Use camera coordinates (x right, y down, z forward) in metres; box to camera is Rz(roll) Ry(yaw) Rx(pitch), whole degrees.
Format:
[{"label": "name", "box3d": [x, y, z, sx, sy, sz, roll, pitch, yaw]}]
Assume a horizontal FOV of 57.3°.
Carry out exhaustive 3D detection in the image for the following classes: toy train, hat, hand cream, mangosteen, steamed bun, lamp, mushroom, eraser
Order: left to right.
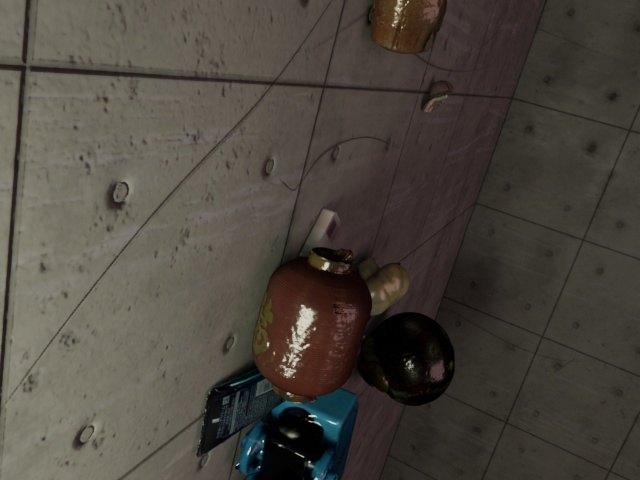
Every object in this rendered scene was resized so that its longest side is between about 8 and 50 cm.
[{"label": "hand cream", "box3d": [-0.106, 0.258, 0.988, 0.270, 0.061, 0.120, -17, 125, -59]}, {"label": "toy train", "box3d": [-0.042, 0.435, 1.150, 0.265, 0.187, 0.301, -45, 149, -57]}, {"label": "lamp", "box3d": [-0.016, 0.127, 0.923, 0.180, 0.180, 0.258, -14, 122, -66]}, {"label": "eraser", "box3d": [0.000, 0.000, 1.028, 0.105, 0.026, 0.065, -64, 162, -13]}, {"label": "mushroom", "box3d": [0.129, 0.101, 1.346, 0.154, 0.123, 0.154, -32, 176, -3]}, {"label": "mangosteen", "box3d": [0.250, 0.346, 1.711, 0.288, 0.287, 0.288, -52, 155, -37]}, {"label": "steamed bun", "box3d": [0.150, -0.367, 0.918, 0.175, 0.106, 0.145, -49, 153, -47]}, {"label": "hat", "box3d": [0.263, -0.337, 1.351, 0.087, 0.042, 0.058, -36, 160, 12]}]

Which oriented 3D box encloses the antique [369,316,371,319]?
[{"label": "antique", "box3d": [0.076, 0.223, 1.448, 0.192, 0.031, 0.015, -33, 133, -57]}]
